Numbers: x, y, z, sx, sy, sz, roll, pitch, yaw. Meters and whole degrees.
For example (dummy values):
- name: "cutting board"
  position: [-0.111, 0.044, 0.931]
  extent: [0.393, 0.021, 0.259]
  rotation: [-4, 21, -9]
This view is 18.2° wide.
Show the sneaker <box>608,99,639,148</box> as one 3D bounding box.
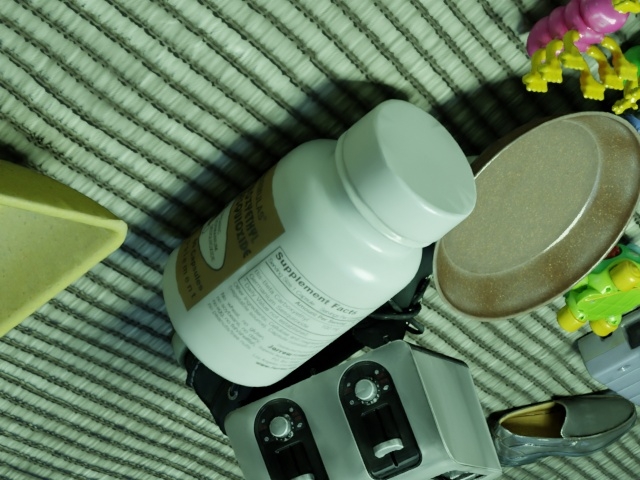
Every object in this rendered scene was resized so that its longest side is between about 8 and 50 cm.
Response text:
- name: "sneaker"
  position: [0.294, -0.056, 1.618]
  extent: [0.083, 0.087, 0.221]
  rotation: [-28, 149, 12]

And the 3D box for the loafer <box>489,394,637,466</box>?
- name: "loafer"
  position: [0.260, 0.196, 2.127]
  extent: [0.170, 0.062, 0.061]
  rotation: [-16, 149, -11]

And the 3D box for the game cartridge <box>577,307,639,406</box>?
- name: "game cartridge"
  position: [0.461, 0.071, 2.028]
  extent: [0.355, 0.068, 0.230]
  rotation: [-29, 148, 18]

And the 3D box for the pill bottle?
- name: "pill bottle"
  position: [0.000, 0.000, 1.473]
  extent: [0.131, 0.131, 0.229]
  rotation: [10, 142, -46]

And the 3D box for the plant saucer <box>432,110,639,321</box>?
- name: "plant saucer"
  position: [0.162, -0.025, 1.540]
  extent: [0.198, 0.036, 0.198]
  rotation: [-22, 136, -22]

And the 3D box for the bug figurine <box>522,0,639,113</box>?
- name: "bug figurine"
  position: [0.261, -0.164, 1.406]
  extent: [0.216, 0.072, 0.279]
  rotation: [-29, 158, 37]

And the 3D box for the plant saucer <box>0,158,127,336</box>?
- name: "plant saucer"
  position: [-0.355, 0.019, 1.320]
  extent: [0.333, 0.081, 0.332]
  rotation: [-35, 151, 29]

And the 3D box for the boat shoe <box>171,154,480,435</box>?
- name: "boat shoe"
  position: [0.026, 0.055, 1.620]
  extent: [0.340, 0.113, 0.127]
  rotation: [-31, 152, 21]

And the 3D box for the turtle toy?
- name: "turtle toy"
  position: [0.247, 0.034, 1.790]
  extent: [0.130, 0.066, 0.095]
  rotation: [9, 140, -45]

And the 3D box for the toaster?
- name: "toaster"
  position: [0.038, 0.160, 1.578]
  extent: [0.168, 0.110, 0.185]
  rotation: [-24, 163, 17]
